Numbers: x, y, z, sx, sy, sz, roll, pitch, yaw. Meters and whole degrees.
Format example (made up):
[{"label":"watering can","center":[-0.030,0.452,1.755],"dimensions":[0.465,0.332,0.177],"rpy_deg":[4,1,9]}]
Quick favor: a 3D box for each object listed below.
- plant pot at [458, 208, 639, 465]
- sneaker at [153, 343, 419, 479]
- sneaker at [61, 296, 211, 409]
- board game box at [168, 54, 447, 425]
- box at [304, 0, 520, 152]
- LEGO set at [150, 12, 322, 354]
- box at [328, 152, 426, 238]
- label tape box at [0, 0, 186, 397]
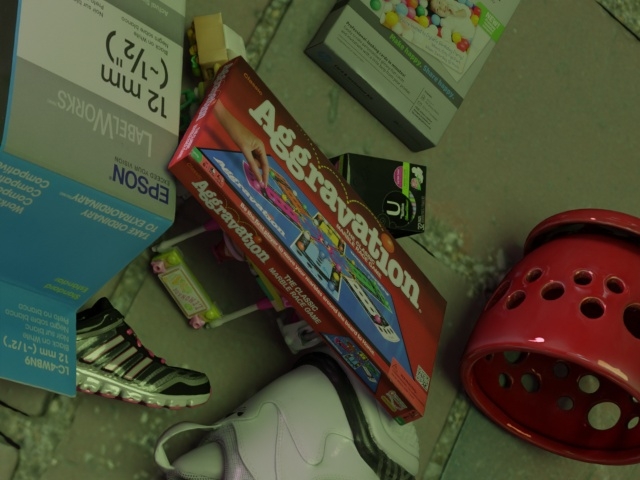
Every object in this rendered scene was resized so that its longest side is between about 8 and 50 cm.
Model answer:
[{"label":"plant pot","center":[0.237,0.079,1.299],"dimensions":[0.191,0.191,0.174],"rpy_deg":[38,57,-22]},{"label":"sneaker","center":[0.002,0.278,1.157],"dimensions":[0.210,0.137,0.366],"rpy_deg":[-19,88,-31]},{"label":"sneaker","center":[-0.157,0.084,1.122],"dimensions":[0.170,0.063,0.075],"rpy_deg":[16,81,-24]},{"label":"board game box","center":[0.000,0.000,1.137],"dimensions":[0.281,0.027,0.145],"rpy_deg":[49,32,-22]},{"label":"box","center":[0.088,-0.197,1.327],"dimensions":[0.145,0.038,0.186],"rpy_deg":[41,64,-21]},{"label":"LEGO set","center":[-0.085,-0.034,1.185],"dimensions":[0.287,0.107,0.132],"rpy_deg":[67,24,-2]},{"label":"box","center":[0.044,-0.038,1.269],"dimensions":[0.083,0.052,0.062],"rpy_deg":[8,78,-30]},{"label":"label tape box","center":[-0.216,-0.092,1.006],"dimensions":[0.249,0.115,0.348],"rpy_deg":[25,57,-46]}]
